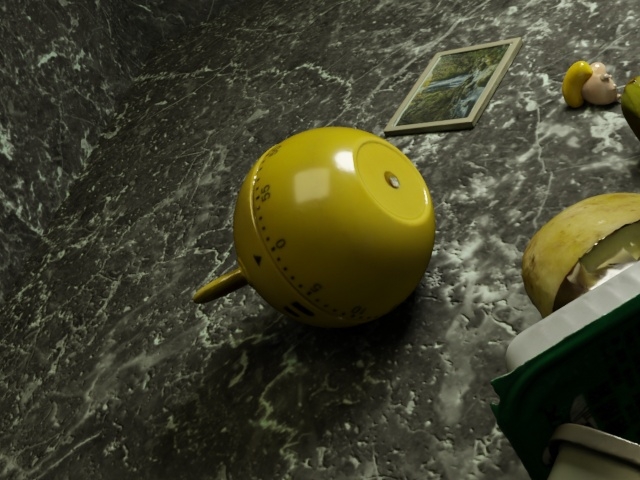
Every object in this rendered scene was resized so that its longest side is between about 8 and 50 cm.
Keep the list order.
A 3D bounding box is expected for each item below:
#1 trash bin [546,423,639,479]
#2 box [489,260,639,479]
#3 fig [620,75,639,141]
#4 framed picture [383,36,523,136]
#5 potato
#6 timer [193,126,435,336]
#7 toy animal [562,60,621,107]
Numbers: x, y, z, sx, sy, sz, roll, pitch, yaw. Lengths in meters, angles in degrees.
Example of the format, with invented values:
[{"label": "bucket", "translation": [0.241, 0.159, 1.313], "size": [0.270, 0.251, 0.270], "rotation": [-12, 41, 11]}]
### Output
[{"label": "trash bin", "translation": [0.275, 0.344, 0.685], "size": [0.219, 0.219, 0.250], "rotation": [11, 59, 50]}, {"label": "box", "translation": [0.349, 0.135, 0.843], "size": [0.336, 0.264, 0.106], "rotation": [-31, 30, 3]}, {"label": "fig", "translation": [0.566, -0.204, 1.209], "size": [0.165, 0.154, 0.144], "rotation": [28, 16, 18]}, {"label": "framed picture", "translation": [0.309, -0.357, 1.740], "size": [0.240, 0.020, 0.324], "rotation": [2, 46, 43]}, {"label": "potato", "translation": [0.388, 0.037, 0.991], "size": [0.285, 0.243, 0.242], "rotation": [-29, 32, -6]}, {"label": "timer", "translation": [0.000, 0.000, 1.284], "size": [0.387, 0.376, 0.376], "rotation": [-36, 24, 40]}, {"label": "toy animal", "translation": [0.524, -0.310, 1.440], "size": [0.082, 0.091, 0.114], "rotation": [-36, 28, -31]}]
